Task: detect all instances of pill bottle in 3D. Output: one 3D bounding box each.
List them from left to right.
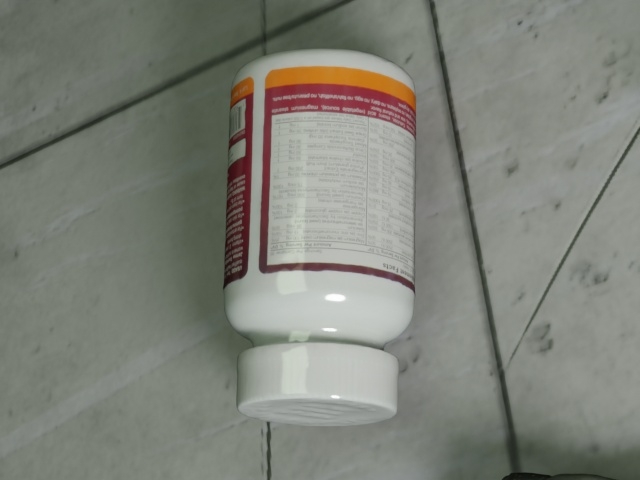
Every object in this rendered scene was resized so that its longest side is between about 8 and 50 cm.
[{"bbox_3d":[0.000,0.000,1.231,0.121,0.121,0.221,-9,72,34],"label":"pill bottle"}]

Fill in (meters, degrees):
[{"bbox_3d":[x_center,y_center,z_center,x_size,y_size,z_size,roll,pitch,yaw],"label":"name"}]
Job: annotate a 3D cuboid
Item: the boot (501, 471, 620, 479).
[{"bbox_3d":[0.171,0.240,1.066,0.161,0.083,0.246,-4,76,30],"label":"boot"}]
